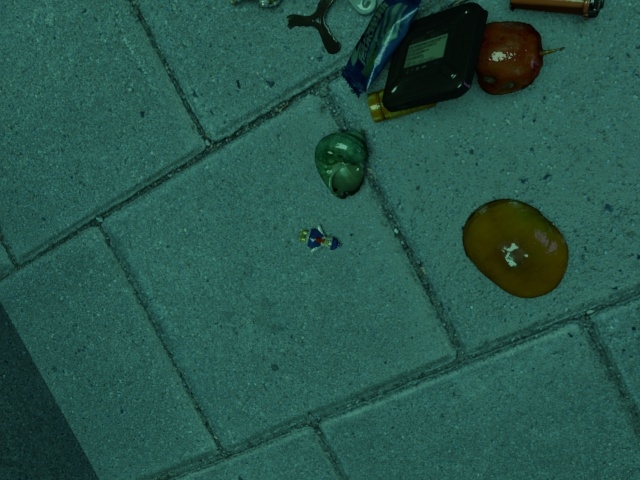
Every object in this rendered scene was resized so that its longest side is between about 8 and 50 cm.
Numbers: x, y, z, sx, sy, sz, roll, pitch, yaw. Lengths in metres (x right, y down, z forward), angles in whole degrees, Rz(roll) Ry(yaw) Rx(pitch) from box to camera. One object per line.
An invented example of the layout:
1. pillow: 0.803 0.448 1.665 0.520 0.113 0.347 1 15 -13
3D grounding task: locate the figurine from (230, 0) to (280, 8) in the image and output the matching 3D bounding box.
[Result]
1. figurine: -0.213 -0.789 1.845 0.209 0.184 0.128 21 106 50

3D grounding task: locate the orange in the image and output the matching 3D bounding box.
1. orange: 0.587 0.024 1.801 0.274 0.274 0.310 -43 56 19

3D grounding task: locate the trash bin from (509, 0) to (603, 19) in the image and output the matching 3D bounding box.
1. trash bin: 0.646 -0.687 1.606 0.239 0.184 0.161 12 104 25

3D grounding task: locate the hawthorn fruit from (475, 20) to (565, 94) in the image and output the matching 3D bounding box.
1. hawthorn fruit: 0.544 -0.507 1.638 0.243 0.207 0.207 -2 100 22

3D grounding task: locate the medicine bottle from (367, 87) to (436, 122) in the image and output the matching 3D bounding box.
1. medicine bottle: 0.247 -0.427 1.802 0.192 0.096 0.096 -12 98 19

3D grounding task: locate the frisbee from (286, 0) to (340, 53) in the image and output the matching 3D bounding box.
1. frisbee: -0.023 -0.695 1.860 0.188 0.012 0.210 9 113 22

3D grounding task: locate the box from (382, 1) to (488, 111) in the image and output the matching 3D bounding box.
1. box: 0.311 -0.509 1.664 0.290 0.073 0.288 0 69 47

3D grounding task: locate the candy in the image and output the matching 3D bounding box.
1. candy: 0.177 -0.595 1.765 0.077 0.187 0.331 19 116 -30

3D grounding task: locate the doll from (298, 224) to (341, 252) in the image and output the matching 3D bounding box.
1. doll: 0.000 0.000 1.983 0.143 0.057 0.098 16 90 7

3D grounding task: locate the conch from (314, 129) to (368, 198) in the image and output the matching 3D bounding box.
1. conch: 0.074 -0.260 1.872 0.202 0.134 0.196 -43 128 14

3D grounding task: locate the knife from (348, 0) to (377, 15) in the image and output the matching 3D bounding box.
1. knife: 0.053 -0.820 1.812 0.080 0.044 0.331 -43 84 15
